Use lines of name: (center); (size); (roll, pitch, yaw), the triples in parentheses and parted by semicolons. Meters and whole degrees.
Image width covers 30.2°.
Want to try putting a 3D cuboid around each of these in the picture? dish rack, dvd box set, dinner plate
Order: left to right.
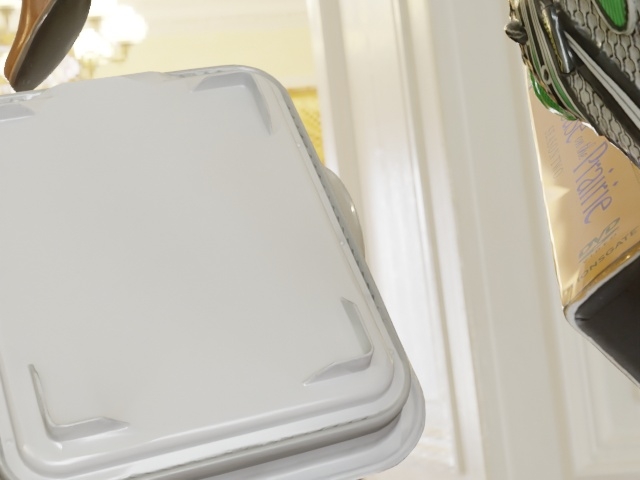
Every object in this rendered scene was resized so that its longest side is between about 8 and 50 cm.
dish rack: (-0.102, 0.012, 0.758); (0.286, 0.332, 0.072); (-12, -34, -19)
dinner plate: (0.000, 0.000, 1.106); (0.017, 0.141, 0.141); (-12, -2, -29)
dvd box set: (0.254, 0.027, 0.700); (0.062, 0.308, 0.420); (-45, 10, 22)

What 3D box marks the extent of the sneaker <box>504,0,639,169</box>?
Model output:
sneaker: (0.104, -0.118, 0.404); (0.146, 0.343, 0.134); (-24, 6, 45)

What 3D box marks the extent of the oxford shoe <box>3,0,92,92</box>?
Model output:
oxford shoe: (-0.270, -0.247, 1.169); (0.076, 0.212, 0.076); (23, 0, 12)
